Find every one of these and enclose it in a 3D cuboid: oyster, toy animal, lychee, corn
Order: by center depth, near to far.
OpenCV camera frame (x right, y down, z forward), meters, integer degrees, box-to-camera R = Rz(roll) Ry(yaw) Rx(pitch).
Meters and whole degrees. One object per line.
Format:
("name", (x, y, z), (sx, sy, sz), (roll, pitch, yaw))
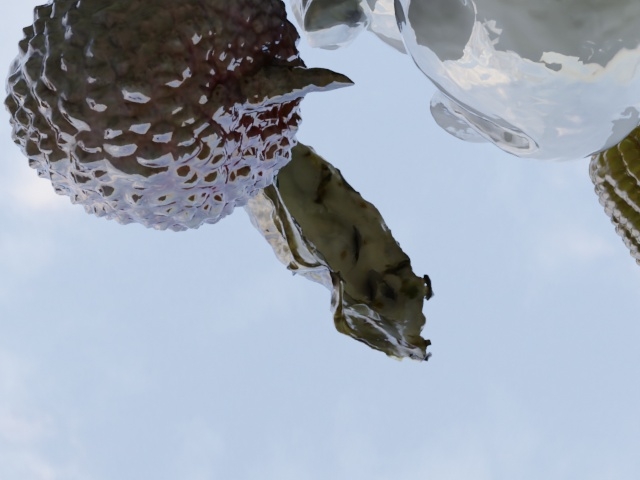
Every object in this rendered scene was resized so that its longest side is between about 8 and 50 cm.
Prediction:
("lychee", (-0.080, -0.085, 0.854), (0.197, 0.165, 0.165), (4, -123, 31))
("toy animal", (0.106, -0.147, 0.878), (0.206, 0.271, 0.265), (-31, -144, -7))
("corn", (0.249, 0.023, 0.968), (0.080, 0.080, 0.231), (-26, -106, -15))
("oyster", (-0.006, 0.000, 1.268), (0.094, 0.166, 0.294), (-42, -136, 17))
